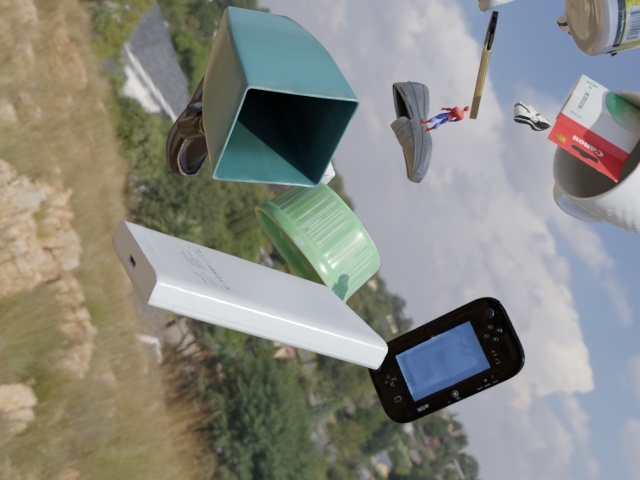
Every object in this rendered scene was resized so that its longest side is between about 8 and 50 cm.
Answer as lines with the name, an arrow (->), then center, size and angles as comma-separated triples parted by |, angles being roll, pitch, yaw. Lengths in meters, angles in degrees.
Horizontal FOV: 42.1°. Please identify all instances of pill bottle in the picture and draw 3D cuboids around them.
pill bottle -> 0.670, -0.482, 1.629 | 0.188, 0.334, 0.187 | 169, -90, -86

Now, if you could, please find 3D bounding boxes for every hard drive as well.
hard drive -> -0.089, 0.066, 1.023 | 0.308, 0.040, 0.203 | 20, 10, -30

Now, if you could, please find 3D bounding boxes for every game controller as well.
game controller -> 0.245, 0.241, 1.653 | 0.067, 0.319, 0.166 | 22, 44, -54

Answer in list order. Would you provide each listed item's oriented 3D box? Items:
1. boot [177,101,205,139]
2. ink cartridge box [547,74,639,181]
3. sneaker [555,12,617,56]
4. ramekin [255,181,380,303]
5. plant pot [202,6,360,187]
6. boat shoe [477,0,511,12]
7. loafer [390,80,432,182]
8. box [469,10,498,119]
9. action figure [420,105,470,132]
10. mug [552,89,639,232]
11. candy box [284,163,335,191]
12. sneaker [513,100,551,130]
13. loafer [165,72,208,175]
boot -> -0.222, -0.330, 2.018 | 0.094, 0.246, 0.207 | 56, -18, -23
ink cartridge box -> 0.612, -0.252, 1.827 | 0.181, 0.224, 0.056 | 32, -43, 4
sneaker -> 0.678, -0.517, 2.009 | 0.153, 0.094, 0.235 | 54, 43, 2
ramekin -> 0.000, 0.000, 1.907 | 0.303, 0.148, 0.303 | 49, -10, 12
plant pot -> -0.079, -0.222, 1.199 | 0.165, 0.166, 0.234 | -61, -143, 41
boat shoe -> 0.467, -0.660, 2.150 | 0.302, 0.109, 0.094 | -43, 112, -55
loafer -> 0.253, -0.312, 2.380 | 0.112, 0.112, 0.319 | 125, -31, -59
box -> 0.388, -0.415, 1.976 | 0.201, 0.021, 0.164 | 92, 13, -48
action figure -> 0.270, -0.265, 1.784 | 0.038, 0.115, 0.030 | 54, 43, -23
mug -> 0.728, -0.138, 1.971 | 0.328, 0.374, 0.276 | 26, 59, -28
candy box -> -0.043, -0.208, 2.226 | 0.196, 0.070, 0.164 | 134, -55, -62
sneaker -> 0.457, -0.268, 1.790 | 0.109, 0.040, 0.043 | 18, 60, -36
loafer -> -0.316, -0.327, 2.336 | 0.130, 0.366, 0.134 | 39, 22, 28
